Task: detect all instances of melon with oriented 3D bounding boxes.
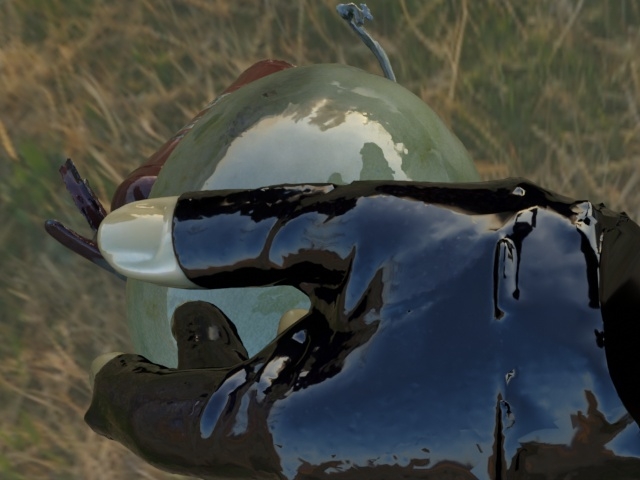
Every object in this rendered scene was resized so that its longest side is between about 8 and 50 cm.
[{"bbox_3d":[-0.009,0.011,1.336,0.308,0.272,0.272,-35,77,-23],"label":"melon"}]

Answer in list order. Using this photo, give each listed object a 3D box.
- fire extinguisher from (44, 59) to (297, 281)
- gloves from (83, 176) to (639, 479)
[{"bbox_3d":[-0.122,-0.062,1.631,0.147,0.337,0.106,47,130,-3],"label":"fire extinguisher"},{"bbox_3d":[0.012,0.053,0.765,0.152,0.301,0.197,-49,121,-29],"label":"gloves"}]
